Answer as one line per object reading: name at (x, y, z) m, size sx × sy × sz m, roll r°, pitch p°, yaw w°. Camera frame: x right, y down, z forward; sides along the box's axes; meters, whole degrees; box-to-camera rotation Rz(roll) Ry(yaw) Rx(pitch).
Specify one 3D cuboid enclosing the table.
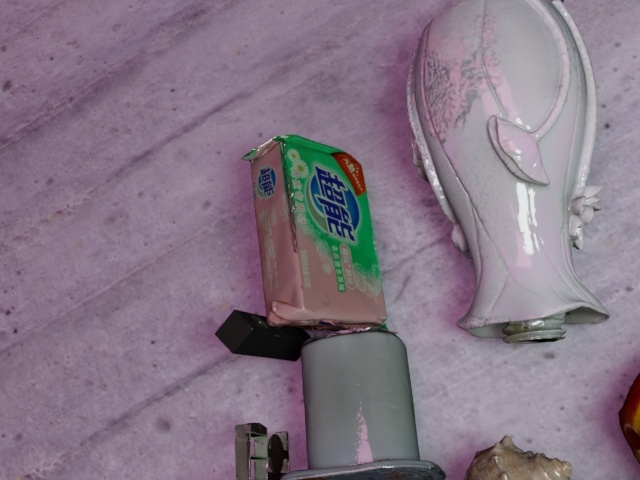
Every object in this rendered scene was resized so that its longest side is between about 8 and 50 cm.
table at (-0.092, 0.338, 1.076) m, size 0.062 × 0.146 × 0.175 m, roll -10°, pitch 70°, yaw 16°

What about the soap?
soap at (-0.002, 0.001, 1.140) m, size 0.098 × 0.218 × 0.273 m, roll -27°, pitch 61°, yaw 40°

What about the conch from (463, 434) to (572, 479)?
conch at (0.230, 0.346, 0.968) m, size 0.245 × 0.163 × 0.178 m, roll -51°, pitch 44°, yaw 31°

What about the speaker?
speaker at (-0.074, 0.134, 1.108) m, size 0.040 × 0.191 × 0.046 m, roll 44°, pitch 98°, yaw 24°

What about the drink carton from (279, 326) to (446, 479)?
drink carton at (0.056, 0.231, 1.058) m, size 0.191 × 0.185 × 0.189 m, roll -13°, pitch 59°, yaw 16°

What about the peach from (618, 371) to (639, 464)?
peach at (0.468, 0.169, 0.932) m, size 0.267 × 0.159 × 0.154 m, roll -40°, pitch 76°, yaw 5°

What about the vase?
vase at (0.247, -0.088, 1.058) m, size 0.250 × 0.250 × 0.445 m, roll -9°, pitch 75°, yaw 16°
